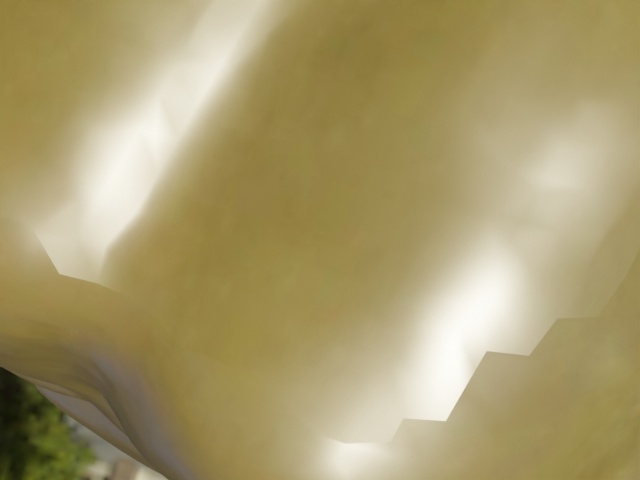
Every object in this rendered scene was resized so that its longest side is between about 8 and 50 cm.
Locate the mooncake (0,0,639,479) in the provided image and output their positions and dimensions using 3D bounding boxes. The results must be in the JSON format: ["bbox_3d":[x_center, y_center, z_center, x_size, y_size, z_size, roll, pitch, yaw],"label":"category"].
[{"bbox_3d":[0.000,0.000,0.547,0.378,0.201,0.378,33,176,3],"label":"mooncake"}]
